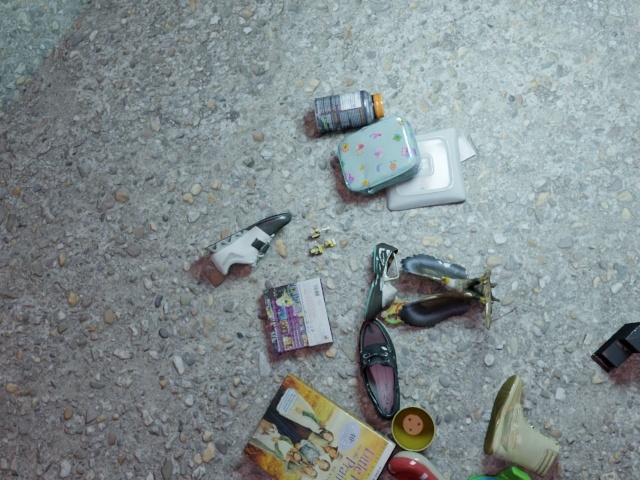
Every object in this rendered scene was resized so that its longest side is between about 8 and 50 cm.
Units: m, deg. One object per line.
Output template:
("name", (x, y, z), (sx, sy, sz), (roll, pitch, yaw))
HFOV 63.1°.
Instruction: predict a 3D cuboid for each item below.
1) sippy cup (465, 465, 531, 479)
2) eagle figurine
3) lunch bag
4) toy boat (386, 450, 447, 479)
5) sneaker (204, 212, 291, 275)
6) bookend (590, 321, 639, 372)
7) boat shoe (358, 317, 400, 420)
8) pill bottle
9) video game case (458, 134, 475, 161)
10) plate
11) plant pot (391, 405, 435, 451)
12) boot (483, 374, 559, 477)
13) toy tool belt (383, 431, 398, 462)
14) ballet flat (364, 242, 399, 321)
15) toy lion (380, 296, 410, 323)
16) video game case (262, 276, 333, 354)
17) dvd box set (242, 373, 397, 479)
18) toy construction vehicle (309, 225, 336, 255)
("sippy cup", (0.509, 0.828, 1.515), (0.240, 0.224, 0.305), (-8, 77, 7))
("eagle figurine", (0.416, 0.159, 1.710), (0.299, 0.225, 0.226), (-5, 32, 37))
("lunch bag", (0.203, -0.287, 1.820), (0.279, 0.108, 0.223), (-21, 78, 28))
("toy boat", (0.292, 0.760, 1.580), (0.231, 0.151, 0.151), (45, 53, 10))
("sneaker", (-0.234, 0.014, 1.872), (0.331, 0.122, 0.146), (-28, 94, 2))
("bookend", (0.930, 0.326, 1.584), (0.156, 0.157, 0.072), (-43, 75, -2))
("boat shoe", (0.191, 0.419, 1.708), (0.127, 0.113, 0.339), (-7, 77, 9))
("pill bottle", (0.107, -0.471, 1.896), (0.246, 0.130, 0.130), (-7, 77, 8))
("video game case", (0.478, -0.314, 1.864), (0.122, 0.011, 0.087), (-28, 76, 3))
("plate", (0.360, -0.258, 1.847), (0.278, 0.045, 0.277), (-8, 79, 10))
("plant pot", (0.297, 0.593, 1.664), (0.134, 0.095, 0.134), (-2, 78, 10))
("boot", (0.639, 0.572, 1.615), (0.204, 0.095, 0.261), (23, 68, 4))
("toy tool belt", (0.215, 0.670, 1.685), (0.051, 0.052, 0.083), (-29, 75, -6))
("ballet flat", (0.213, 0.139, 1.757), (0.096, 0.095, 0.280), (6, 73, 14))
("toy lion", (0.268, 0.244, 1.776), (0.096, 0.034, 0.100), (39, 87, 7))
("video game case", (-0.079, 0.263, 1.821), (0.210, 0.042, 0.231), (-14, 76, 6))
("dvd box set", (-0.009, 0.675, 1.689), (0.421, 0.062, 0.307), (29, 85, 21))
("toy construction vehicle", (0.000, 0.000, 1.865), (0.098, 0.035, 0.085), (-19, 76, 5))
